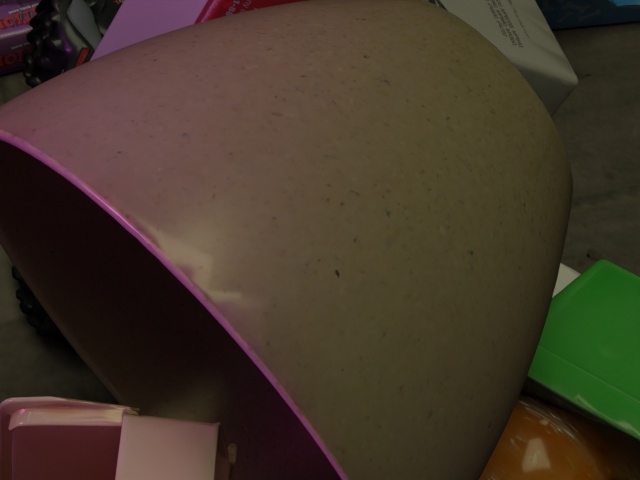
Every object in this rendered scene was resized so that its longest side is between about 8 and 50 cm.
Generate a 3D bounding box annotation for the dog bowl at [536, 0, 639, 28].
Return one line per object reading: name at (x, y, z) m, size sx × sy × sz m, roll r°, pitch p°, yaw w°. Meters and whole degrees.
dog bowl at (0.258, -0.265, 1.261) m, size 0.297 × 0.074 × 0.166 m, roll -8°, pitch 54°, yaw -12°

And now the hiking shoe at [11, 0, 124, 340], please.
hiking shoe at (-0.146, -0.067, 1.037) m, size 0.132 × 0.113 × 0.304 m, roll 12°, pitch 60°, yaw -23°

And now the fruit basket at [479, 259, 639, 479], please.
fruit basket at (0.160, 0.206, 0.865) m, size 0.327 × 0.165 × 0.353 m, roll 28°, pitch 76°, yaw 23°

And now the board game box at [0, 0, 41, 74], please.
board game box at (-0.348, -0.203, 1.156) m, size 0.346 × 0.056 × 0.208 m, roll -17°, pitch 53°, yaw -19°

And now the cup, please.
cup at (0.000, 0.000, 0.789) m, size 0.331 × 0.331 × 0.237 m, roll 40°, pitch 68°, yaw 21°

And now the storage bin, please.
storage bin at (-0.121, 0.253, 0.707) m, size 0.123 × 0.260 × 0.262 m, roll 7°, pitch 52°, yaw -6°

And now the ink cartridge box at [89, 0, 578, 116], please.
ink cartridge box at (0.004, -0.105, 0.964) m, size 0.272 × 0.197 × 0.114 m, roll 12°, pitch 41°, yaw -32°
